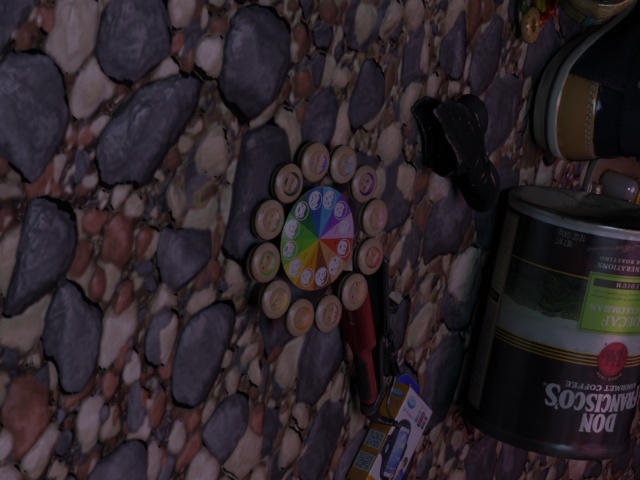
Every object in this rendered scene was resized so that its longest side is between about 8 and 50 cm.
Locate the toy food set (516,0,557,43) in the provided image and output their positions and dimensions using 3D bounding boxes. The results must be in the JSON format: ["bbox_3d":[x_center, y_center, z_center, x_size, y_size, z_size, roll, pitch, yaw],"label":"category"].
[{"bbox_3d":[0.242,-0.265,1.758,0.083,0.020,0.082,-36,135,-45],"label":"toy food set"}]

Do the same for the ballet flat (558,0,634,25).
[{"bbox_3d":[0.337,-0.394,1.761,0.123,0.123,0.348,46,59,-57],"label":"ballet flat"}]

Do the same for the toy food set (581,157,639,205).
[{"bbox_3d":[0.412,0.024,2.126,0.220,0.092,0.306,2,104,-59],"label":"toy food set"}]

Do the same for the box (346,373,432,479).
[{"bbox_3d":[0.081,0.217,1.745,0.136,0.028,0.081,-62,149,-14],"label":"box"}]

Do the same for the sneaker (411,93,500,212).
[{"bbox_3d":[0.142,-0.086,1.663,0.089,0.051,0.170,-44,135,-39],"label":"sneaker"}]

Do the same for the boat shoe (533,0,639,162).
[{"bbox_3d":[0.439,-0.239,1.969,0.500,0.156,0.186,-42,137,-43],"label":"boat shoe"}]

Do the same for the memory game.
[{"bbox_3d":[0.000,0.000,1.469,0.186,0.012,0.186,-14,109,-45],"label":"memory game"}]

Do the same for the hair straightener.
[{"bbox_3d":[0.066,0.100,1.631,0.089,0.047,0.230,-46,136,-38],"label":"hair straightener"}]

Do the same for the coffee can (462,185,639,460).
[{"bbox_3d":[0.290,0.092,1.852,0.201,0.202,0.275,-10,114,-57],"label":"coffee can"}]
